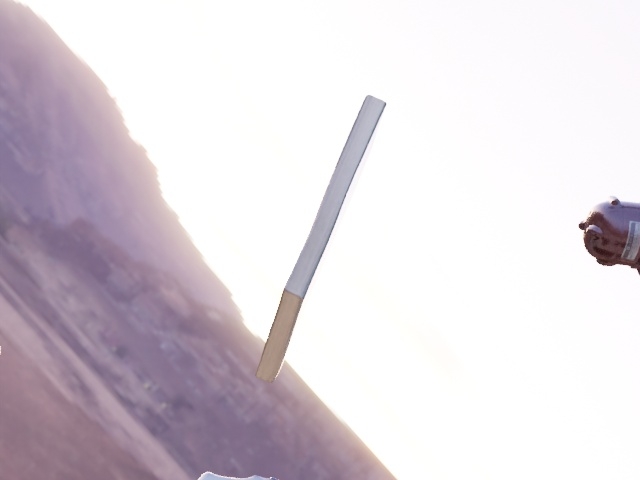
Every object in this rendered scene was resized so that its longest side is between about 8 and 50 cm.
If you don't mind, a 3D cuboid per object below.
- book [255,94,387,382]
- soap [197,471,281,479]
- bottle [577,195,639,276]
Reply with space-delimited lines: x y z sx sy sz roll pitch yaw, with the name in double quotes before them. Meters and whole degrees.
"book" 0.000 0.000 1.290 0.027 0.264 0.202 22 -33 2
"soap" 0.033 0.273 0.735 0.323 0.109 0.193 26 -53 20
"bottle" 0.201 -0.001 0.704 0.063 0.101 0.047 -87 -175 -54
